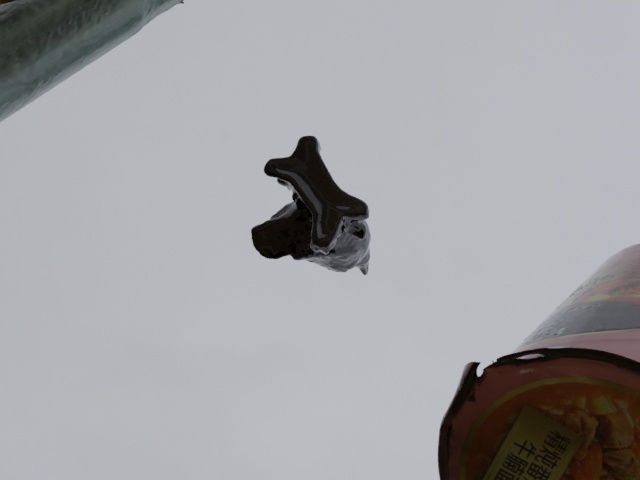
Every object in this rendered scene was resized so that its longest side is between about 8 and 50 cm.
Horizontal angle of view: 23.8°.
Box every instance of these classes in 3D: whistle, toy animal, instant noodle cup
[{"bbox_3d":[-0.206,-0.090,0.875,0.062,0.312,0.062,35,-33,26],"label":"whistle"},{"bbox_3d":[-0.001,0.003,1.560,0.117,0.210,0.121,-39,-117,-7],"label":"toy animal"},{"bbox_3d":[0.236,0.125,1.129,0.244,0.255,0.244,12,-60,21],"label":"instant noodle cup"}]

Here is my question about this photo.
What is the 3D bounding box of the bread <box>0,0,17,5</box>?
[{"bbox_3d":[-0.286,-0.186,1.218,0.161,0.233,0.088,43,-54,57],"label":"bread"}]
